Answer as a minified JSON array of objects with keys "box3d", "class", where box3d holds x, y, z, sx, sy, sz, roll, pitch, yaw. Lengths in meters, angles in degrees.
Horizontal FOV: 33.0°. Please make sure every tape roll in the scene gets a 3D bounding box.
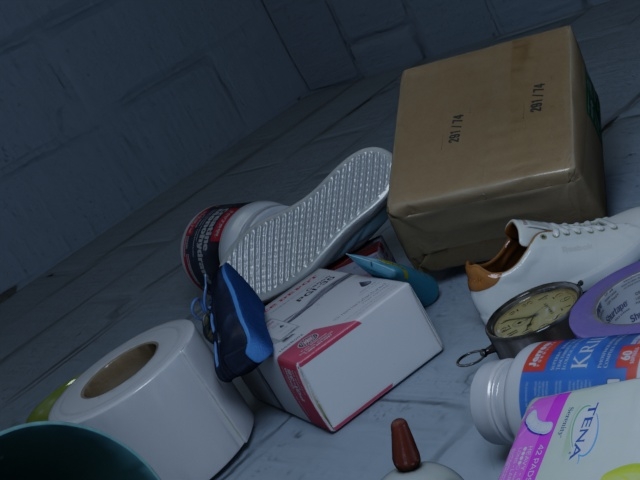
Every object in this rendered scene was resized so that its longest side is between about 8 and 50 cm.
[{"box3d":[-0.240,0.249,1.545,0.246,0.169,0.246,-30,15,9],"class":"tape roll"},{"box3d":[0.379,0.090,1.199,0.189,0.080,0.189,-26,15,8],"class":"tape roll"}]

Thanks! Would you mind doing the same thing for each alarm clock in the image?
[{"box3d":[0.258,0.117,1.348,0.192,0.064,0.129,-24,16,5],"class":"alarm clock"}]

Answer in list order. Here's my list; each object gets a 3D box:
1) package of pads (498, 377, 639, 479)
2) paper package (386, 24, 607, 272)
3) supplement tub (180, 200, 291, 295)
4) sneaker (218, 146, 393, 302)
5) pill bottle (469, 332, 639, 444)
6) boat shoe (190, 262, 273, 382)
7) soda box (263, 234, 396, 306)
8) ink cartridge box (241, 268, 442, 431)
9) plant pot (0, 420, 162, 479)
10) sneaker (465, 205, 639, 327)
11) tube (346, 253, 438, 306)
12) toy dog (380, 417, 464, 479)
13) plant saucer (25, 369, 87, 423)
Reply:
[{"box3d":[0.214,0.234,0.785,0.229,0.101,0.296,-24,31,53],"class":"package of pads"},{"box3d":[0.278,-0.140,1.693,0.309,0.168,0.325,-12,46,22],"class":"paper package"},{"box3d":[-0.136,0.020,2.090,0.191,0.191,0.272,-36,17,-27],"class":"supplement tub"},{"box3d":[0.000,0.000,1.806,0.366,0.135,0.150,-35,-25,7],"class":"sneaker"},{"box3d":[0.263,0.159,1.087,0.221,0.124,0.124,-12,22,45],"class":"pill bottle"},{"box3d":[-0.137,0.110,1.538,0.089,0.109,0.258,-43,18,9],"class":"boat shoe"},{"box3d":[0.002,0.088,1.836,0.263,0.083,0.092,-24,15,15],"class":"soda box"},{"box3d":[0.007,0.149,1.567,0.207,0.117,0.283,-35,17,-21],"class":"ink cartridge box"},{"box3d":[-0.322,0.367,1.148,0.235,0.293,0.293,-35,6,45],"class":"plant pot"},{"box3d":[0.332,0.006,1.474,0.290,0.123,0.106,-28,13,-7],"class":"sneaker"},{"box3d":[0.113,0.055,1.594,0.080,0.052,0.207,14,-6,29],"class":"tube"},{"box3d":[0.035,0.291,0.980,0.220,0.161,0.334,-16,19,38],"class":"toy dog"},{"box3d":[-0.430,0.293,1.998,0.241,0.037,0.241,-25,16,8],"class":"plant saucer"}]
